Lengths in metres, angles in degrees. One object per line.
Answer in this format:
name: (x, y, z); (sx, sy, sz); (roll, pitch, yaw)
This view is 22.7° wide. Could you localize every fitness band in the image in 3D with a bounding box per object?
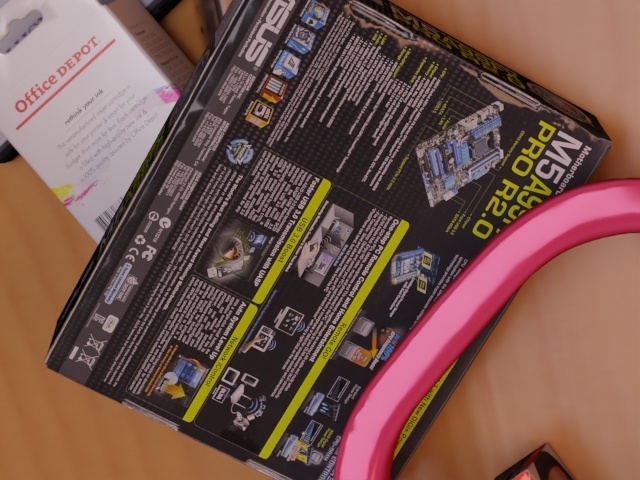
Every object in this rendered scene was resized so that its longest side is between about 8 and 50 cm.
fitness band: (0.138, 0.103, 0.845); (0.209, 0.054, 0.291); (41, 97, 9)

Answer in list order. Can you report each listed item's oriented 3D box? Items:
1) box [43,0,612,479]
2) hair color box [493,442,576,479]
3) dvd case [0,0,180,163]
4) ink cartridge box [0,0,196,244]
box: (0.000, 0.000, 0.900); (0.216, 0.060, 0.270); (27, 107, -12)
hair color box: (0.150, 0.190, 0.908); (0.043, 0.072, 0.141); (-39, 84, 18)
dvd case: (-0.217, -0.200, 1.010); (0.180, 0.022, 0.253); (-40, 84, 19)
ink cartridge box: (-0.123, -0.073, 0.957); (0.104, 0.061, 0.181); (-38, 95, 18)
